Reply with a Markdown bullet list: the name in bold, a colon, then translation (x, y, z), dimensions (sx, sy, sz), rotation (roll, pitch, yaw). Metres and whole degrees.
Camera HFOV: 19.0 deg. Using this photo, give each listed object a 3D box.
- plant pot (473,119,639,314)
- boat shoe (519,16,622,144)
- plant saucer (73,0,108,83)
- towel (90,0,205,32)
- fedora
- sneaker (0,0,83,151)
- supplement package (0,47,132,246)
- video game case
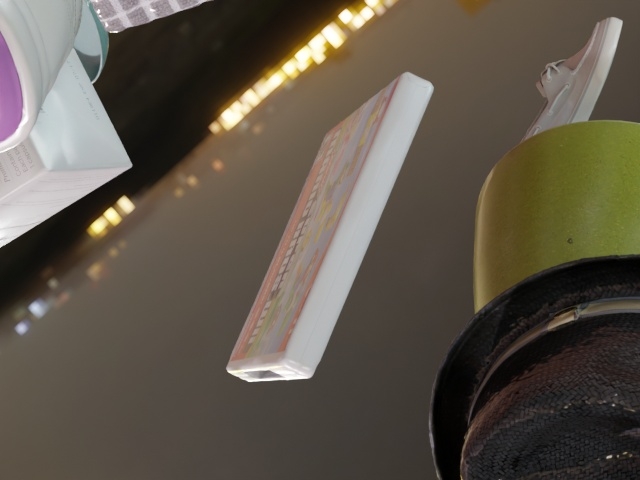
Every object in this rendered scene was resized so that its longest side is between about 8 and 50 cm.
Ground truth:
- **plant pot**: translation (0.258, 0.081, 1.793), dimensions (0.275, 0.275, 0.293), rotation (-39, -160, 36)
- **boat shoe**: translation (0.250, -0.150, 1.962), dimensions (0.066, 0.063, 0.184), rotation (-58, 172, -68)
- **plant saucer**: translation (-0.224, -0.199, 1.726), dimensions (0.021, 0.119, 0.119), rotation (-28, 177, -31)
- **towel**: translation (-0.085, -0.282, 1.253), dimensions (0.235, 0.283, 0.121), rotation (-21, -142, 5)
- **fedora**: translation (0.235, 0.171, 1.555), dimensions (0.334, 0.334, 0.152), rotation (-40, 176, 22)
- **sneaker**: translation (-0.191, -0.199, 0.908), dimensions (0.114, 0.305, 0.152), rotation (-2, -149, 20)
- **supplement package**: translation (-0.293, -0.054, 1.447), dimensions (0.244, 0.139, 0.134), rotation (-31, 172, 21)
- **video game case**: translation (0.000, 0.000, 1.329), dimensions (0.285, 0.025, 0.204), rotation (156, -42, -79)
